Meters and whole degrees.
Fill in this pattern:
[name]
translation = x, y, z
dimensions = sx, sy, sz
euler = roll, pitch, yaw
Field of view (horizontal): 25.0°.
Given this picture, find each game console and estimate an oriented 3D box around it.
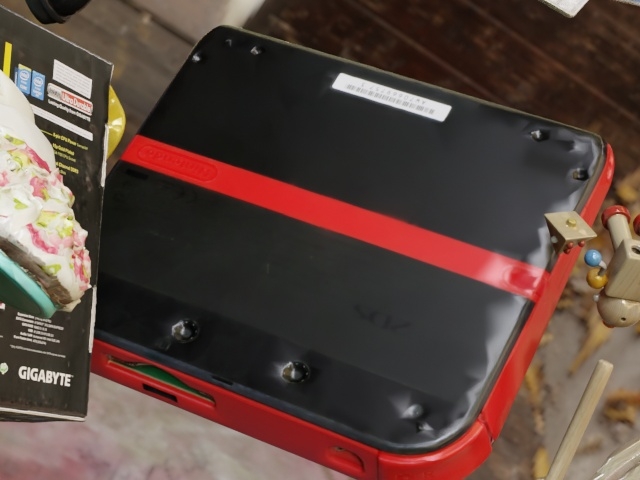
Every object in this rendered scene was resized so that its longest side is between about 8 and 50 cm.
[game console]
translation = 0.000, 0.000, 1.154
dimensions = 0.342, 0.386, 0.060
euler = -60, -22, -29

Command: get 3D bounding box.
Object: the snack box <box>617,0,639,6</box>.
[snack box]
translation = 0.257, -0.199, 1.049
dimensions = 0.022, 0.178, 0.064
euler = -30, -47, -54

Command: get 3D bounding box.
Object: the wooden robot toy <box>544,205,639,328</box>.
[wooden robot toy]
translation = 0.234, 0.029, 1.061
dimensions = 0.076, 0.173, 0.079
euler = -92, 18, -52

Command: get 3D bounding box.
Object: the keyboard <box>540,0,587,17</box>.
[keyboard]
translation = 0.227, -0.255, 1.246
dimensions = 0.256, 0.072, 0.014
euler = -46, -20, -49

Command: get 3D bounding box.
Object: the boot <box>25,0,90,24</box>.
[boot]
translation = -0.105, -0.275, 1.051
dimensions = 0.094, 0.207, 0.246
euler = 56, -142, -65

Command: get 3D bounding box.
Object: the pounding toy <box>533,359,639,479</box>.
[pounding toy]
translation = 0.258, 0.177, 1.127
dimensions = 0.269, 0.155, 0.154
euler = -30, 4, 28

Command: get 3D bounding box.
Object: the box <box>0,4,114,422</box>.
[box]
translation = -0.251, -0.029, 0.871
dimensions = 0.079, 0.322, 0.257
euler = -5, 78, 26

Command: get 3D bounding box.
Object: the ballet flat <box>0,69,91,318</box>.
[ballet flat]
translation = -0.157, -0.039, 0.547
dimensions = 0.241, 0.091, 0.077
euler = 18, 63, 41

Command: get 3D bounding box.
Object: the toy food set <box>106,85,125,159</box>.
[toy food set]
translation = -0.244, -0.085, 1.114
dimensions = 0.218, 0.128, 0.071
euler = -34, 8, -27
